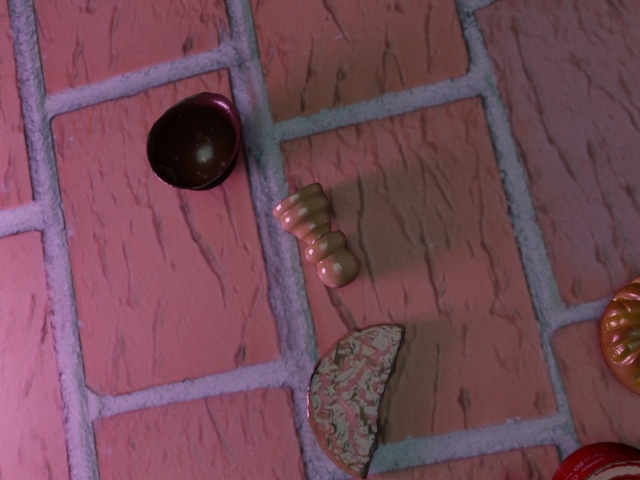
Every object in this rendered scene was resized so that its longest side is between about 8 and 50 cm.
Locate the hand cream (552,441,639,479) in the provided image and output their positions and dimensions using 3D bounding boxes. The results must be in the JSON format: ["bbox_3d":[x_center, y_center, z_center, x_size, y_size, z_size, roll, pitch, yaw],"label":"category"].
[{"bbox_3d":[0.425,0.387,0.863,0.192,0.125,0.193,-1,84,11],"label":"hand cream"}]

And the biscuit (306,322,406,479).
[{"bbox_3d":[0.047,0.242,0.997,0.133,0.032,0.250,14,85,11],"label":"biscuit"}]

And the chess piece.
[{"bbox_3d":[0.000,0.000,1.021,0.094,0.094,0.171,-30,86,4],"label":"chess piece"}]

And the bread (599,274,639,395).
[{"bbox_3d":[0.521,0.137,0.895,0.213,0.105,0.214,-2,78,11],"label":"bread"}]

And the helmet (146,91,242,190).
[{"bbox_3d":[-0.201,-0.158,1.063,0.154,0.106,0.175,21,84,10],"label":"helmet"}]
